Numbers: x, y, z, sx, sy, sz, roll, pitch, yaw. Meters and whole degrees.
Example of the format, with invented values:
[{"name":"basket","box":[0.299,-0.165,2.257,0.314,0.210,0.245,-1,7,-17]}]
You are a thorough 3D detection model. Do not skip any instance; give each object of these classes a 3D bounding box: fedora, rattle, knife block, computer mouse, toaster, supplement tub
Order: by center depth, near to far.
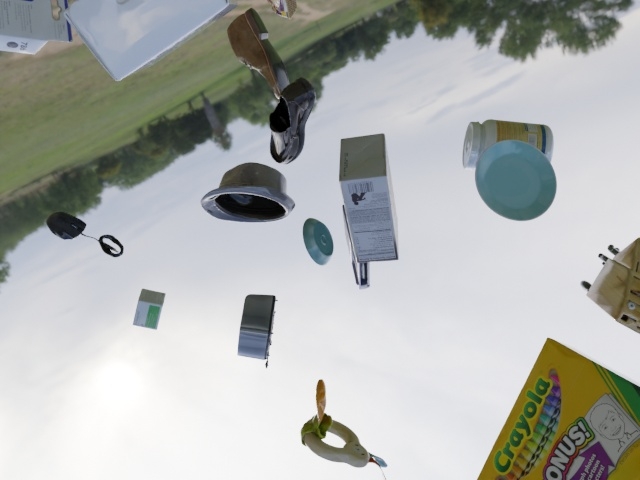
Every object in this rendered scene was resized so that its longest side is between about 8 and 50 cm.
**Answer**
[{"name":"rattle","box":[0.068,0.386,1.220,0.199,0.143,0.130,22,177,20]},{"name":"knife block","box":[0.611,0.118,1.235,0.276,0.088,0.242,-59,173,-33]},{"name":"supplement tub","box":[0.474,-0.233,1.530,0.199,0.145,0.144,7,-159,2]},{"name":"computer mouse","box":[-0.642,-0.020,1.634,0.241,0.041,0.071,22,-129,8]},{"name":"fedora","box":[-0.206,-0.147,1.764,0.275,0.244,0.125,-3,-112,20]},{"name":"toaster","box":[-0.208,0.291,1.968,0.110,0.168,0.186,7,-134,-4]}]

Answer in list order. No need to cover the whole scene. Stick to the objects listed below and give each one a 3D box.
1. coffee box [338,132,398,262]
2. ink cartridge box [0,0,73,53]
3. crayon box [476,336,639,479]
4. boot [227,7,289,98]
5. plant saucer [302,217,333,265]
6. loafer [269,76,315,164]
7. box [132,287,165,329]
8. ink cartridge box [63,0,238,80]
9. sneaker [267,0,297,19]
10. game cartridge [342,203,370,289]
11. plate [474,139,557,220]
[{"name":"coffee box","box":[0.129,-0.101,1.541,0.118,0.297,0.168,-6,-134,10]},{"name":"ink cartridge box","box":[-0.682,-0.468,1.198,0.332,0.166,0.065,-2,162,-31]},{"name":"crayon box","box":[0.498,0.419,1.141,0.313,0.106,0.363,31,-82,57]},{"name":"boot","box":[-0.197,-0.585,1.951,0.115,0.306,0.112,-24,-174,19]},{"name":"plant saucer","box":[0.000,0.000,1.425,0.021,0.119,0.119,-19,-162,30]},{"name":"loafer","box":[-0.077,-0.240,1.236,0.078,0.080,0.220,-26,153,-31]},{"name":"box","box":[-0.594,0.238,2.081,0.087,0.101,0.102,14,-162,-12]},{"name":"ink cartridge box","box":[-0.245,-0.362,0.934,0.201,0.117,0.278,-32,-160,7]},{"name":"sneaker","box":[-0.123,-0.725,1.746,0.083,0.185,0.070,22,-112,13]},{"name":"game cartridge","box":[0.130,0.015,2.173,0.068,0.230,0.355,-15,156,-2]},{"name":"plate","box":[0.426,-0.130,1.318,0.188,0.188,0.024,-30,173,-13]}]
